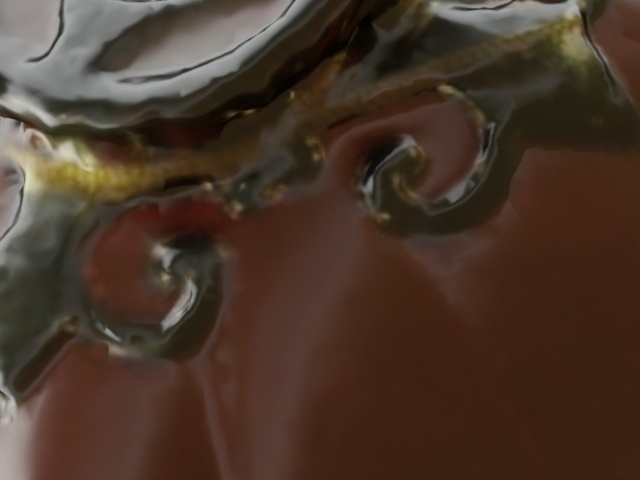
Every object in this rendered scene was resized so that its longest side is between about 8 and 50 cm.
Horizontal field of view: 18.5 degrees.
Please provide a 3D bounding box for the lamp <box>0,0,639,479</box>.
[{"bbox_3d":[0.000,0.000,0.535,0.303,0.303,0.257,-42,-38,-11],"label":"lamp"}]
